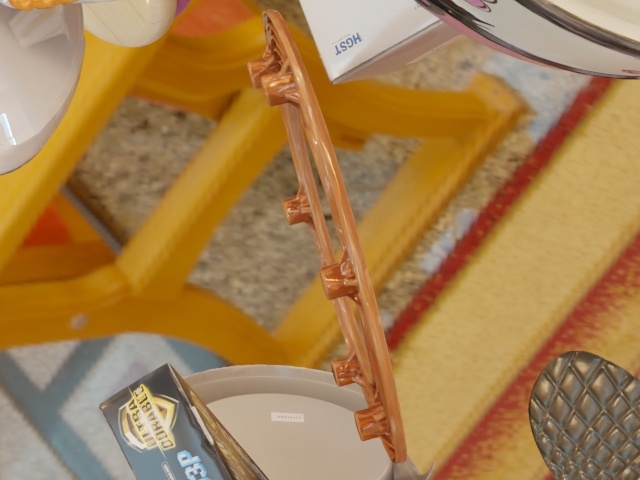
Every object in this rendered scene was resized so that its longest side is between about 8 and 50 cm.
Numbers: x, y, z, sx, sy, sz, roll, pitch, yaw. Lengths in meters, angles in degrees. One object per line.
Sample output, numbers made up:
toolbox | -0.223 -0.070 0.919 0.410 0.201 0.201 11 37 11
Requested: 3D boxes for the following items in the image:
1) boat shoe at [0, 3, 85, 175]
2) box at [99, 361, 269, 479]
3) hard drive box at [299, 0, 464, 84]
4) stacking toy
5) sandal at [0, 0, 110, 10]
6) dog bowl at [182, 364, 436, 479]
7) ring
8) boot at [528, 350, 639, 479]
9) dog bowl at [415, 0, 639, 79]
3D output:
boat shoe | -0.189 -0.121 0.925 0.088 0.096 0.267 102 161 -45
box | -0.038 0.192 0.953 0.051 0.220 0.175 -32 57 -1
hard drive box | 0.052 -0.265 1.261 0.181 0.089 0.232 -24 85 45
stacking toy | -0.113 -0.326 1.526 0.141 0.141 0.330 13 46 32
sandal | -0.088 -0.163 0.798 0.265 0.076 0.101 12 103 47
dog bowl | -0.046 0.265 1.832 0.349 0.349 0.102 21 117 32
ring | 0.000 0.000 1.149 0.032 0.336 0.336 -15 73 -4
boot | 0.212 0.169 1.049 0.246 0.161 0.083 44 84 -5
dog bowl | 0.167 -0.271 0.874 0.150 0.408 0.407 150 119 -70
